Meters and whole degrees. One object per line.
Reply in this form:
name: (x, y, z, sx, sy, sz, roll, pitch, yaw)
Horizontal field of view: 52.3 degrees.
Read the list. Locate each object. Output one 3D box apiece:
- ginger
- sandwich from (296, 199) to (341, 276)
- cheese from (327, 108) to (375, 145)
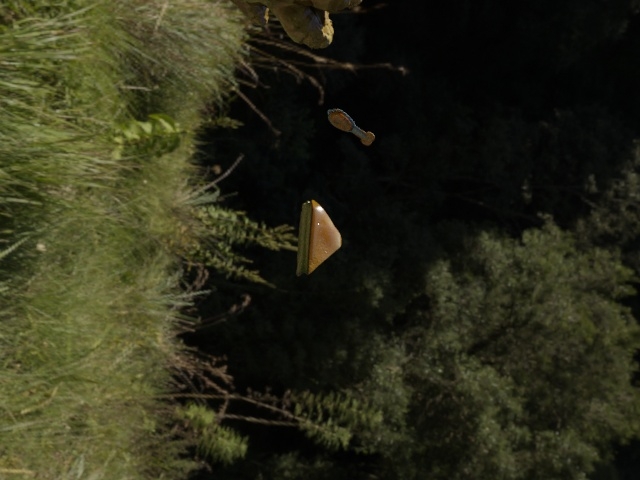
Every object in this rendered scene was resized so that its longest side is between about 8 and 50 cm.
ginger: (-0.052, -0.454, 1.122, 0.236, 0.375, 0.166, 44, 78, -24)
sandwich: (0.000, 0.000, 0.684, 0.044, 0.031, 0.083, 11, 73, -25)
cheese: (0.061, -0.231, 1.325, 0.017, 0.111, 0.047, -59, -177, -33)
